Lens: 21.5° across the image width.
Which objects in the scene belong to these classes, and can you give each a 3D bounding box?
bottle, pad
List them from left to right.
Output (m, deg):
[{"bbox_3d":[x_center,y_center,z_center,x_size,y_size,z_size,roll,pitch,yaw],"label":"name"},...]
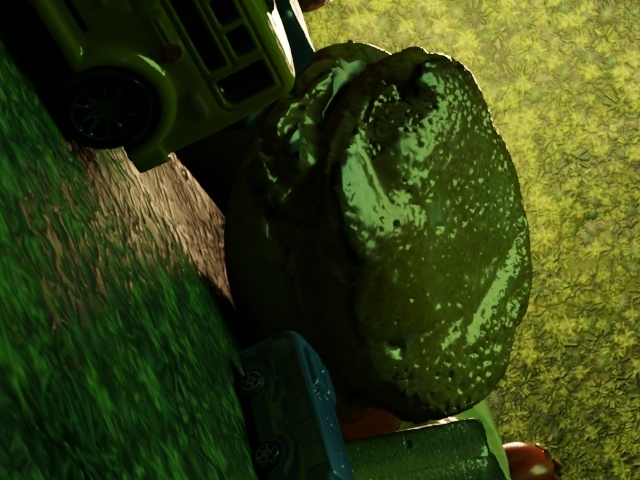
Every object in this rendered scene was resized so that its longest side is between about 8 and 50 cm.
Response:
[{"bbox_3d":[-0.060,-0.058,1.519,0.250,0.055,0.323,-82,162,-47],"label":"pad"},{"bbox_3d":[0.050,0.161,1.647,0.187,0.069,0.069,-5,71,-86],"label":"bottle"}]

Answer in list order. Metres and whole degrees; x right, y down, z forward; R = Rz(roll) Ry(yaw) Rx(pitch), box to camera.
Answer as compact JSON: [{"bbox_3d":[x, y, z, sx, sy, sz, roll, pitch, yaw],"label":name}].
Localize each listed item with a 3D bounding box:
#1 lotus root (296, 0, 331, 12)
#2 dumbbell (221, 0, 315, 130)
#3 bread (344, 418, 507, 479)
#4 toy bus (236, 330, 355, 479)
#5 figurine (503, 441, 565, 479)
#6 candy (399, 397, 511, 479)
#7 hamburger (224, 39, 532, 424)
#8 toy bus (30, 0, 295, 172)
[{"bbox_3d":[-0.056,-0.417,2.323,0.192,0.272,0.272,-88,156,-55],"label":"lotus root"},{"bbox_3d":[-0.123,-0.221,1.203,0.316,0.143,0.156,60,9,-45],"label":"dumbbell"},{"bbox_3d":[0.070,0.185,1.331,0.084,0.139,0.074,56,14,-64],"label":"bread"},{"bbox_3d":[-0.017,0.129,1.157,0.051,0.061,0.153,54,13,-40],"label":"toy bus"},{"bbox_3d":[0.229,0.364,1.963,0.208,0.181,0.257,-2,75,-73],"label":"figurine"},{"bbox_3d":[0.126,0.212,1.819,0.343,0.132,0.142,-87,160,-79],"label":"candy"},{"bbox_3d":[0.044,-0.007,1.357,0.314,0.170,0.290,61,42,-36],"label":"hamburger"},{"bbox_3d":[-0.137,-0.208,0.963,0.145,0.151,0.331,-105,170,-48],"label":"toy bus"}]
